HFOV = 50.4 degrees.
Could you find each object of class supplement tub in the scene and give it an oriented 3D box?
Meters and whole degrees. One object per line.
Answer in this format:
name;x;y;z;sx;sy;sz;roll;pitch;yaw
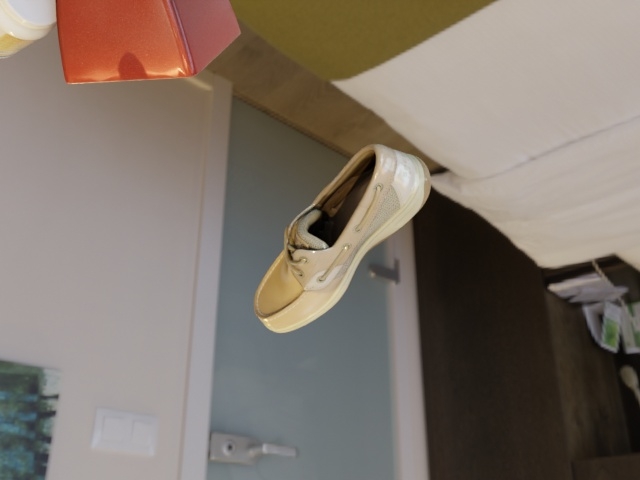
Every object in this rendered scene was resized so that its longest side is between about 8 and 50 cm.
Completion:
supplement tub;-0.589;-0.438;1.285;0.200;0.144;0.144;-7;156;40

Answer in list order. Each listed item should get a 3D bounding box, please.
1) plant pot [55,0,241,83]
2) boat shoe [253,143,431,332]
plant pot;-0.332;-0.455;1.263;0.267;0.267;0.235;1;124;15
boat shoe;0.000;0.000;0.832;0.098;0.109;0.302;16;128;-43
